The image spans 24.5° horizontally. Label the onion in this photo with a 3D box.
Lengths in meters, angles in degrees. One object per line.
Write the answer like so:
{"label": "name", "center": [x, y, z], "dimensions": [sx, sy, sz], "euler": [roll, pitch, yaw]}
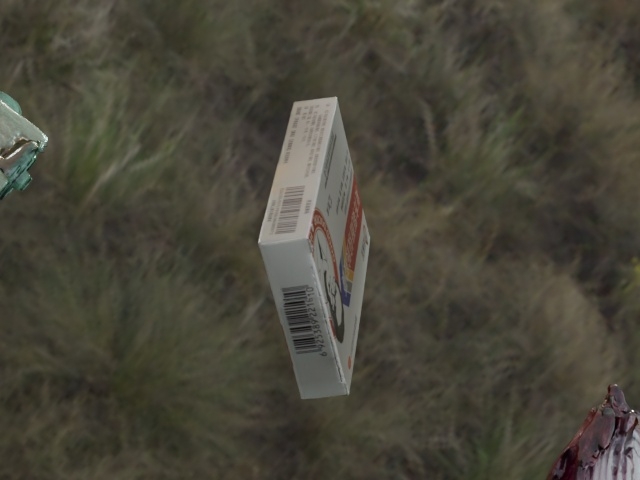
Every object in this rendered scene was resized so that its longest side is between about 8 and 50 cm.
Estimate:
{"label": "onion", "center": [0.304, 0.289, 1.545], "dimensions": [0.227, 0.120, 0.283], "euler": [-12, 93, -42]}

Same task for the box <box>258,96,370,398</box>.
{"label": "box", "center": [0.000, 0.000, 1.757], "dimensions": [0.069, 0.214, 0.353], "euler": [-7, 30, 12]}

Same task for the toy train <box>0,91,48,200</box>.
{"label": "toy train", "center": [-0.342, -0.039, 1.251], "dimensions": [0.129, 0.159, 0.326], "euler": [42, 23, -10]}
